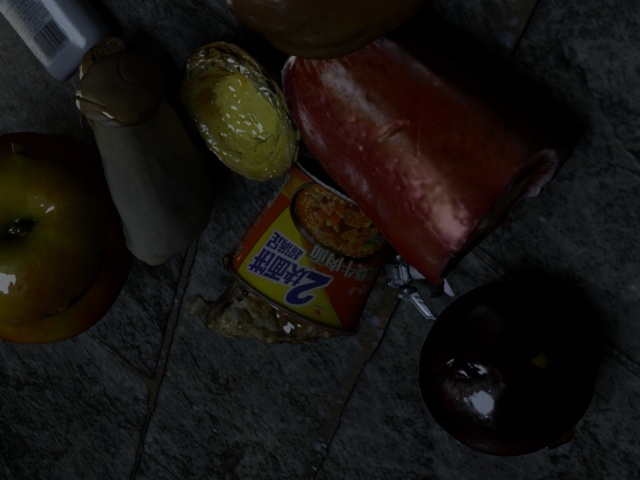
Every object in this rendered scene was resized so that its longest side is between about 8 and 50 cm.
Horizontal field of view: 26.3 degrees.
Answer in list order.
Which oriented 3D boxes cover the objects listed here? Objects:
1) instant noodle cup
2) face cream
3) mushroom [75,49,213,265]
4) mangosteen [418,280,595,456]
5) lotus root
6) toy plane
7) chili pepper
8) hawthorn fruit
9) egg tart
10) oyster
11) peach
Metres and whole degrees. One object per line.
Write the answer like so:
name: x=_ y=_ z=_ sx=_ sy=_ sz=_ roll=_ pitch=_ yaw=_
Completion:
instant noodle cup: x=0.000 y=0.000 z=1.814 sx=0.213 sy=0.213 sz=0.174 roll=33 pitch=103 yaw=19
face cream: x=-0.450 y=-0.398 z=2.028 sx=0.337 sy=0.080 sz=0.163 roll=52 pitch=145 yaw=-7
mushroom: x=-0.236 y=-0.113 z=1.941 sx=0.407 sy=0.154 sz=0.138 roll=84 pitch=165 yaw=-60
mangosteen: x=0.253 y=0.172 z=1.765 sx=0.228 sy=0.228 sz=0.265 roll=10 pitch=171 yaw=40
lotus root: x=-0.283 y=-0.200 z=2.011 sx=0.125 sy=0.118 sz=0.221 roll=14 pitch=138 yaw=26
toy plane: x=0.111 y=0.034 z=1.882 sx=0.171 sy=0.065 sz=0.162 roll=1 pitch=113 yaw=39
chili pepper: x=0.121 y=-0.121 z=1.631 sx=0.305 sy=0.229 sz=0.251 roll=49 pitch=176 yaw=18
hawthorn fruit: x=0.028 y=-0.338 z=1.439 sx=0.300 sy=0.268 sz=0.268 roll=-21 pitch=110 yaw=23
egg tart: x=-0.099 y=-0.184 z=1.864 sx=0.212 sy=0.090 sz=0.213 roll=29 pitch=143 yaw=25
oyster: x=-0.054 y=0.090 z=2.069 sx=0.204 sy=0.111 sz=0.396 roll=46 pitch=141 yaw=-4
peach: x=-0.466 y=-0.007 z=2.221 sx=0.370 sy=0.370 sz=0.370 roll=27 pitch=140 yaw=26
